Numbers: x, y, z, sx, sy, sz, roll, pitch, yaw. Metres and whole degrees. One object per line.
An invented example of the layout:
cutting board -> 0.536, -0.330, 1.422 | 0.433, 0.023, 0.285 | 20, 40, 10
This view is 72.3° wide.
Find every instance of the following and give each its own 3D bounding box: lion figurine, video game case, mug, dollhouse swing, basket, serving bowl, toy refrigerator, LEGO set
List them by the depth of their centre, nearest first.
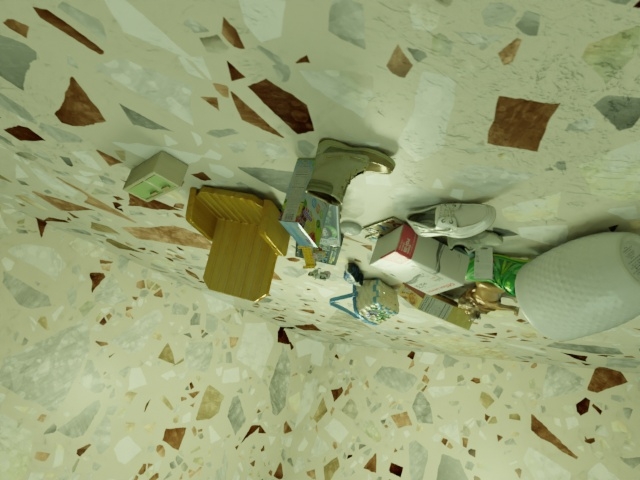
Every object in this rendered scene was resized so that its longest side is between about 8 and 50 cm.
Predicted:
mug -> 0.835, 0.113, 1.294 | 0.374, 0.276, 0.328 | -11, 159, -23
video game case -> -0.018, -0.072, 1.492 | 0.173, 0.022, 0.190 | 7, 124, 16
toy refrigerator -> -0.576, -0.212, 1.515 | 0.269, 0.094, 0.102 | -11, 148, 45
LEGO set -> 0.000, 0.000, 1.609 | 0.132, 0.107, 0.287 | 17, 115, 12
serving bowl -> 0.111, -0.038, 1.618 | 0.083, 0.027, 0.083 | 11, 158, 4
dollhouse swing -> -0.334, 0.021, 1.622 | 0.347, 0.305, 0.315 | 12, 159, 22
lion figurine -> 0.679, 0.197, 1.753 | 0.240, 0.142, 0.392 | 13, 145, 23
basket -> 0.221, 0.311, 2.168 | 0.289, 0.201, 0.255 | -20, 142, 39

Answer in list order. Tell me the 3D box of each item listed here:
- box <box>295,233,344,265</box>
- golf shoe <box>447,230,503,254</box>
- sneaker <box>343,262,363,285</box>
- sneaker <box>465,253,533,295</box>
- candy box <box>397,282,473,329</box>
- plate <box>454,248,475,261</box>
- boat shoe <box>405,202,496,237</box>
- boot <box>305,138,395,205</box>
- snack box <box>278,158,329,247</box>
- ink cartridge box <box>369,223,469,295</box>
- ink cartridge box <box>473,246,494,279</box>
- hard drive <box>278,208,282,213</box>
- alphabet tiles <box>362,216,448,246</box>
box -> -0.009, 0.023, 1.795 | 0.183, 0.059, 0.232 | 13, 158, 2
golf shoe -> 0.501, 0.012, 1.430 | 0.176, 0.086, 0.069 | 6, 155, 14
sneaker -> 0.139, 0.162, 2.019 | 0.081, 0.080, 0.211 | 2, 155, 19
sneaker -> 0.643, 0.120, 1.522 | 0.295, 0.123, 0.109 | 2, 127, 26
candy box -> 0.528, 0.290, 1.991 | 0.316, 0.087, 0.183 | 23, -173, -24
plate -> 0.499, 0.076, 1.640 | 0.188, 0.024, 0.188 | 13, 158, 5
boat shoe -> 0.373, -0.065, 1.300 | 0.096, 0.098, 0.277 | 29, 155, -35
boot -> 0.079, -0.164, 1.141 | 0.213, 0.165, 0.077 | 15, 159, 2
snack box -> -0.037, -0.108, 1.293 | 0.070, 0.207, 0.174 | 5, 157, 22
ink cartridge box -> 0.351, 0.075, 1.565 | 0.283, 0.117, 0.207 | 26, 155, -11
ink cartridge box -> 0.568, 0.078, 1.519 | 0.063, 0.115, 0.029 | -1, 166, 34
hard drive -> -0.133, -0.087, 1.650 | 0.135, 0.022, 0.094 | 10, 158, 11
alphabet tiles -> 0.335, 0.005, 1.610 | 0.342, 0.011, 0.285 | 25, 155, -27
